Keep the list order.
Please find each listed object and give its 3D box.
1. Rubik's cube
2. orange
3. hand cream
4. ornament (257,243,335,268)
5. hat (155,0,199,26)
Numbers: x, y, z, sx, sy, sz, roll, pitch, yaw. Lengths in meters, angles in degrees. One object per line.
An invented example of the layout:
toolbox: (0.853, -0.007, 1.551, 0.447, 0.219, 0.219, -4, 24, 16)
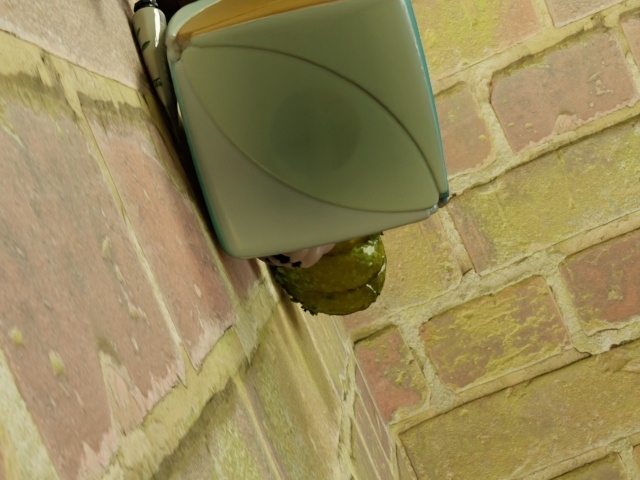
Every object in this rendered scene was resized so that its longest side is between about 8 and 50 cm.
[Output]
Rubik's cube: (-0.022, -0.200, 1.716, 0.352, 0.347, 0.351, -105, -178, -68)
orange: (0.000, 0.000, 2.275, 0.300, 0.223, 0.301, 80, -11, -46)
hand cream: (-0.232, -0.250, 1.679, 0.080, 0.050, 0.234, 78, -4, -60)
ornament: (-0.057, -0.040, 2.003, 0.177, 0.178, 0.177, -23, 90, -87)
hat: (-0.218, -0.520, 2.152, 0.209, 0.336, 0.238, 30, 13, 13)
